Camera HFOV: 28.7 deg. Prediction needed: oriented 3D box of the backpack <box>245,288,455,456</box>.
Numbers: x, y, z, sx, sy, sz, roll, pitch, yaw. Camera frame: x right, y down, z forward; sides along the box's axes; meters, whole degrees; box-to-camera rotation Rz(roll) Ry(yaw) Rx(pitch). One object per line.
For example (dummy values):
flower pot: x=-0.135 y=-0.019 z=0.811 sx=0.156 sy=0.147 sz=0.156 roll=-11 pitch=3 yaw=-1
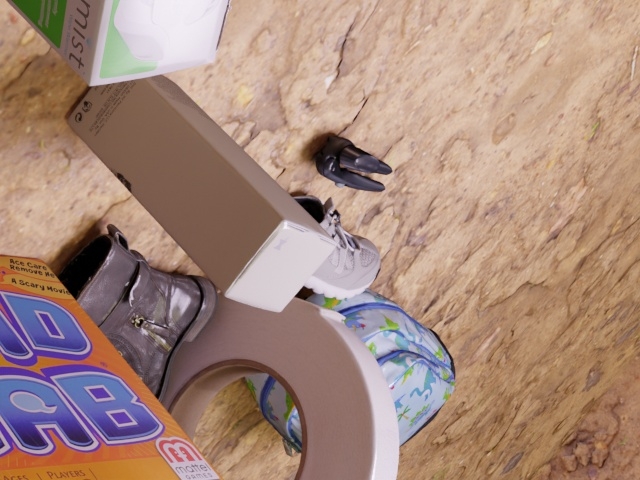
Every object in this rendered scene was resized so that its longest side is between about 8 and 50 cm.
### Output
backpack: x=0.042 y=0.201 z=1.801 sx=0.290 sy=0.273 sz=0.355 roll=-37 pitch=138 yaw=0

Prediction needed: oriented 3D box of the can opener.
can opener: x=0.046 y=-0.088 z=1.603 sx=0.059 sy=0.073 sz=0.186 roll=-57 pitch=158 yaw=5

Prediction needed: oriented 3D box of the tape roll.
tape roll: x=-0.091 y=0.251 z=1.525 sx=0.392 sy=0.392 sz=0.072 roll=-50 pitch=149 yaw=8

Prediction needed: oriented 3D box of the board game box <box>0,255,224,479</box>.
board game box: x=-0.389 y=0.250 z=1.184 sx=0.356 sy=0.356 sz=0.356 roll=8 pitch=122 yaw=-55

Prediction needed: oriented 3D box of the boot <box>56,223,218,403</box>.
boot: x=-0.255 y=0.111 z=1.461 sx=0.263 sy=0.091 sz=0.229 roll=-58 pitch=147 yaw=6

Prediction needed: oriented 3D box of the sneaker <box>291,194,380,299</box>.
sneaker: x=0.000 y=0.000 z=1.604 sx=0.281 sy=0.105 sz=0.115 roll=9 pitch=121 yaw=-54

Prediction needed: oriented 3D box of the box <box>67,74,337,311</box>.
box: x=-0.118 y=-0.057 z=1.214 sx=0.094 sy=0.275 sz=0.113 roll=-50 pitch=150 yaw=10

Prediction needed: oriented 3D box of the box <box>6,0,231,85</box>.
box: x=-0.158 y=-0.288 z=0.923 sx=0.127 sy=0.231 sz=0.262 roll=-18 pitch=142 yaw=-39
